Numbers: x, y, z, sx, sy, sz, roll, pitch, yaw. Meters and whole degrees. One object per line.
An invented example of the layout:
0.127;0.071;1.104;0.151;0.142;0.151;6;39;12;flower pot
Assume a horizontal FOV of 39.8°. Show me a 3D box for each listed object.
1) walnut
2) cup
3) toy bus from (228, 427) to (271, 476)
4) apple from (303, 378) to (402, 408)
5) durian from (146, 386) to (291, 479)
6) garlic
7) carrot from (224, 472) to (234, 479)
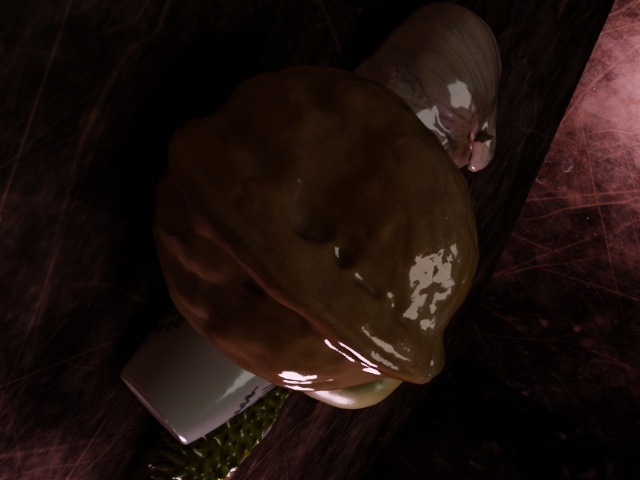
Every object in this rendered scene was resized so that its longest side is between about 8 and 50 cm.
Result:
-0.003;-0.015;1.015;0.383;0.384;0.383;-50;160;-26;walnut
-0.155;0.158;1.252;0.234;0.186;0.258;-42;-174;-17;cup
-0.153;0.374;1.711;0.172;0.072;0.057;-46;154;-37;toy bus
0.054;0.163;1.616;0.279;0.279;0.279;-50;160;-26;apple
-0.149;0.275;1.438;0.355;0.158;0.169;-53;169;-32;durian
0.165;-0.228;1.407;0.322;0.241;0.321;-28;122;-56;garlic
-0.256;0.526;1.714;0.224;0.057;0.057;-52;161;-13;carrot
